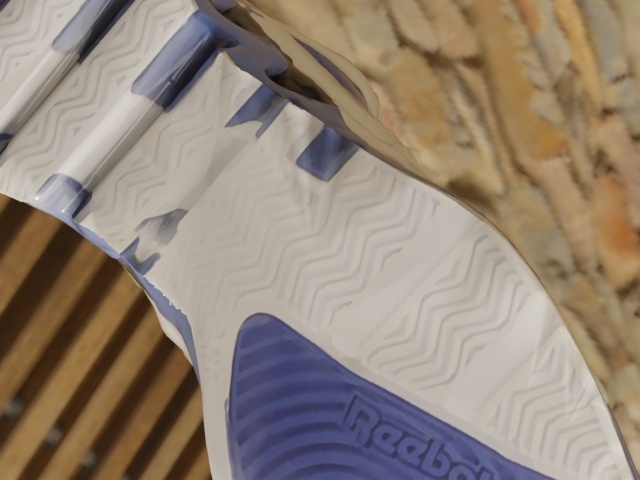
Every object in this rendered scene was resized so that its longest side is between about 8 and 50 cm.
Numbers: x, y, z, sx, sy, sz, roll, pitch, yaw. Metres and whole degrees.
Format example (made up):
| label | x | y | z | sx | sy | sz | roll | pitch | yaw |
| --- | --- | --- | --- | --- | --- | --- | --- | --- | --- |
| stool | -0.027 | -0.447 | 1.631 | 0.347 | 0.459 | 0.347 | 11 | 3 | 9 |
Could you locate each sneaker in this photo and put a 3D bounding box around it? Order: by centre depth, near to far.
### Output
| label | x | y | z | sx | sy | sz | roll | pitch | yaw |
| --- | --- | --- | --- | --- | --- | --- | --- | --- | --- |
| sneaker | -0.001 | -0.001 | 0.532 | 0.315 | 0.127 | 0.182 | 50 | -166 | 14 |
